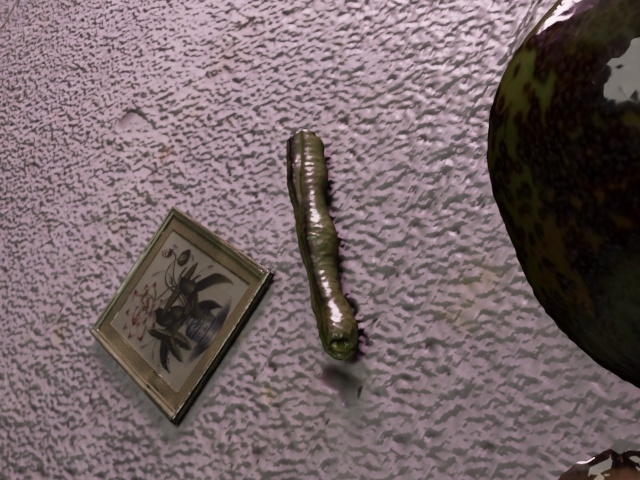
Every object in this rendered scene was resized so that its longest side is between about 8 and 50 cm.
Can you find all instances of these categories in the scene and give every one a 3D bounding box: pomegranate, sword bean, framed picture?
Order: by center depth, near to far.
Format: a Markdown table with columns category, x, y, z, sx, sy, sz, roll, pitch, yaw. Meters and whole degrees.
| category | x | y | z | sx | sy | sz | roll | pitch | yaw |
| --- | --- | --- | --- | --- | --- | --- | --- | --- | --- |
| pomegranate | 0.260 | -0.069 | 0.571 | 0.341 | 0.285 | 0.285 | -37 | 39 | 35 |
| sword bean | 0.000 | 0.001 | 1.017 | 0.269 | 0.038 | 0.043 | -101 | 30 | -44 |
| framed picture | -0.148 | 0.067 | 1.152 | 0.173 | 0.010 | 0.231 | -57 | 36 | -3 |

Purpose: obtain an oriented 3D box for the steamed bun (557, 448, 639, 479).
| category | x | y | z | sx | sy | sz | roll | pitch | yaw |
| --- | --- | --- | --- | --- | --- | --- | --- | --- | --- |
| steamed bun | 0.208 | 0.238 | 0.477 | 0.301 | 0.199 | 0.251 | 11 | 54 | 41 |
